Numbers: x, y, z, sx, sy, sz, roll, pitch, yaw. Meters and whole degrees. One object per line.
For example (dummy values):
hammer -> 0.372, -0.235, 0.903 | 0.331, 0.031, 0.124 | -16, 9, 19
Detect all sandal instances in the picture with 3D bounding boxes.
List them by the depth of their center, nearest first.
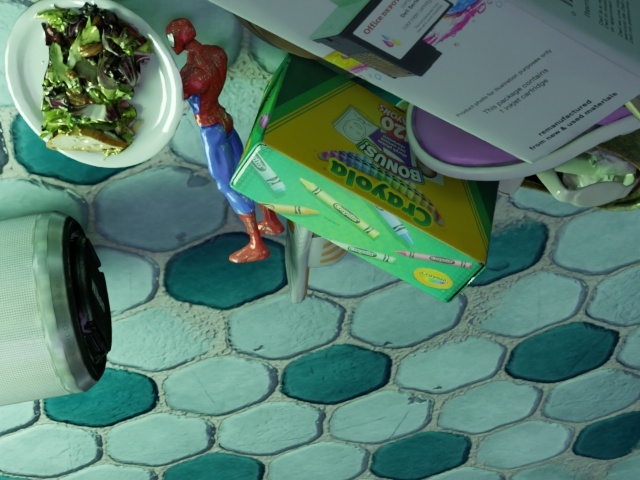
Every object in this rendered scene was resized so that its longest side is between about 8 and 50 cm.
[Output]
sandal -> 0.285, -0.184, 1.526 | 0.416, 0.169, 0.102 | -16, 149, -12
sandal -> -0.002, -0.009, 1.758 | 0.076, 0.102, 0.265 | -6, 153, -7

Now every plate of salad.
plate of salad -> -0.239, -0.159, 1.468 | 0.200, 0.048, 0.200 | 9, 124, 13

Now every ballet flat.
ballet flat -> 0.248, -0.097, 1.671 | 0.348, 0.123, 0.123 | 8, 141, -22

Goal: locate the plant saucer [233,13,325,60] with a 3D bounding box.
plant saucer -> 0.034, -0.276, 1.440 | 0.278, 0.041, 0.278 | -7, 143, -5

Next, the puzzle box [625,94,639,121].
puzzle box -> 0.367, -0.238, 1.309 | 0.272, 0.052, 0.409 | -47, 150, 10

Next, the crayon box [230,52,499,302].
crayon box -> 0.054, -0.070, 1.546 | 0.278, 0.165, 0.081 | 28, 134, -12

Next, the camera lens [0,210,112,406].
camera lens -> -0.397, 0.089, 1.687 | 0.274, 0.219, 0.219 | -10, 144, 1

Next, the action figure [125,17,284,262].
action figure -> -0.144, -0.110, 1.556 | 0.139, 0.091, 0.280 | -3, 121, 20

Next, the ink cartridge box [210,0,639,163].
ink cartridge box -> 0.060, -0.200, 0.864 | 0.278, 0.201, 0.117 | 23, 141, -29
